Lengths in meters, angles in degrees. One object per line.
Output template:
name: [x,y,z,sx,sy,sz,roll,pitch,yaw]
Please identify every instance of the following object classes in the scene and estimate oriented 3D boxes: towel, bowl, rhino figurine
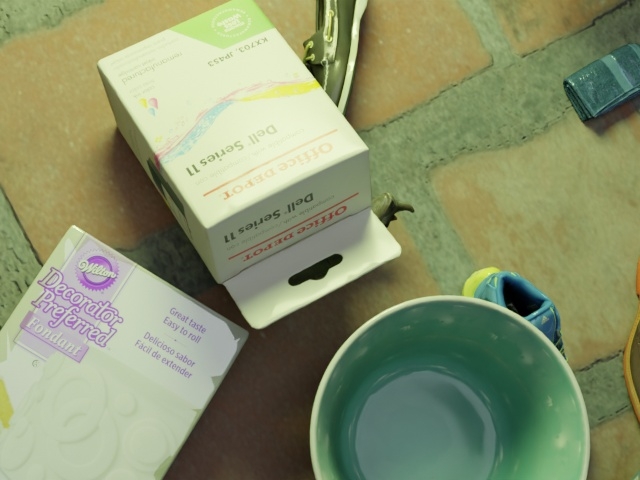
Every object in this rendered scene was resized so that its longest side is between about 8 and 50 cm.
towel: [0.375,-0.206,1.680,0.119,0.029,0.067,-29,84,-14]
bowl: [0.130,0.228,1.479,0.311,0.163,0.312,2,79,-9]
rhino figurine: [0.000,0.000,1.544,0.243,0.106,0.073,-20,44,-14]

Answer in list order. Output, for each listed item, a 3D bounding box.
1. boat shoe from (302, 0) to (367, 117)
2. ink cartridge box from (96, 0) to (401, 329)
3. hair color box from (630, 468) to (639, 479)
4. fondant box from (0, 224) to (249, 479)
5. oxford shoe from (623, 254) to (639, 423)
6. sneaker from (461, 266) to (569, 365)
boat shoe: [0.012,-0.238,1.603,0.068,0.081,0.228,11,70,-4]
ink cartridge box: [-0.079,-0.095,1.464,0.207,0.119,0.353,-28,58,-14]
hair color box: [0.489,0.420,1.485,0.374,0.113,0.185,33,114,-2]
fondant box: [-0.267,0.185,1.459,0.238,0.096,0.330,31,74,-2]
oxford shoe: [0.431,0.117,1.586,0.096,0.098,0.271,3,78,-9]
sneaker: [0.249,0.137,1.538,0.091,0.126,0.240,-32,85,-14]
